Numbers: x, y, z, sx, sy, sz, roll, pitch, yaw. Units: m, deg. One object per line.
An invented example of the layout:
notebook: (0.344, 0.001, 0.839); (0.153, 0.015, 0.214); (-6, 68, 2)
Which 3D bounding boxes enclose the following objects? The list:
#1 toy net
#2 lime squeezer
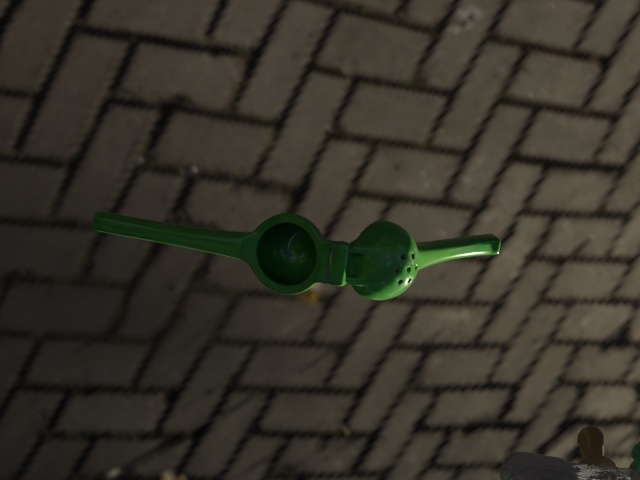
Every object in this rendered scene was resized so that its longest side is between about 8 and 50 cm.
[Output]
toy net: (0.199, 0.150, 1.058); (0.232, 0.122, 0.045); (-7, 111, -46)
lime squeezer: (0.000, 0.000, 1.246); (0.310, 0.110, 0.059); (3, 119, -17)
